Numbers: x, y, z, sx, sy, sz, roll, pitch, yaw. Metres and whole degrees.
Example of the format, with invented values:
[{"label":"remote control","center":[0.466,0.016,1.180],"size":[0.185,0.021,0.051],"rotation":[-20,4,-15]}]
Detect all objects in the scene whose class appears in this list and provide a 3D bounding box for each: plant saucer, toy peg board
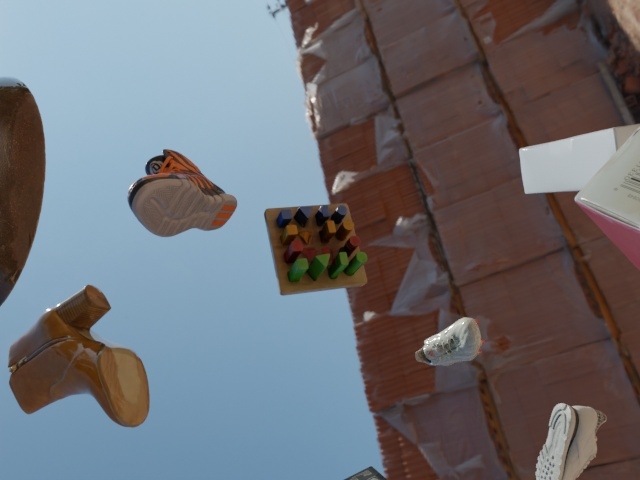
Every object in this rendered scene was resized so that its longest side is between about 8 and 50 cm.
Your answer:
[{"label":"plant saucer","center":[-0.432,-0.053,0.673],"size":[0.050,0.311,0.310],"rotation":[12,-122,-54]},{"label":"toy peg board","center":[0.000,0.000,0.973],"size":[0.079,0.161,0.160],"rotation":[127,134,-61]}]

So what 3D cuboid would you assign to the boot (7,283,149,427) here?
[{"label":"boot","center":[-0.420,0.239,0.950],"size":[0.295,0.211,0.104],"rotation":[54,-170,32]}]

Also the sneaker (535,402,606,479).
[{"label":"sneaker","center":[0.526,0.457,1.179],"size":[0.090,0.095,0.235],"rotation":[-110,29,-70]}]

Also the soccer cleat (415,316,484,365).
[{"label":"soccer cleat","center":[0.224,0.187,0.982],"size":[0.196,0.076,0.068],"rotation":[106,155,-65]}]

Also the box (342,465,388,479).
[{"label":"box","center":[0.032,0.446,0.834],"size":[0.183,0.233,0.059],"rotation":[9,114,63]}]

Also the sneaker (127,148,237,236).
[{"label":"sneaker","center":[-0.314,-0.105,1.130],"size":[0.180,0.124,0.321],"rotation":[40,-172,15]}]

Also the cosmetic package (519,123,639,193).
[{"label":"cosmetic package","center":[0.573,-0.151,0.924],"size":[0.284,0.377,0.097],"rotation":[-167,68,-84]}]

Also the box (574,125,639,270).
[{"label":"box","center":[0.431,-0.017,0.624],"size":[0.232,0.148,0.127],"rotation":[37,-172,-24]}]
